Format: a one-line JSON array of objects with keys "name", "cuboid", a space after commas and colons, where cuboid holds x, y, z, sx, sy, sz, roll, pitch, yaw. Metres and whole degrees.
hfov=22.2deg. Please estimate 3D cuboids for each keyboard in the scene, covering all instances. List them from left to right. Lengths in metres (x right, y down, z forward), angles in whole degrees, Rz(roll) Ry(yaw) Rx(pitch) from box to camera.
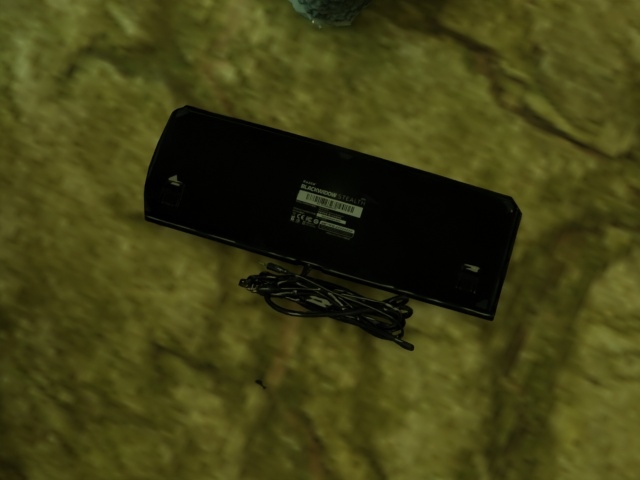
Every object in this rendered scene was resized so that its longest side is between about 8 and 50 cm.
[{"name": "keyboard", "cuboid": [0.000, 0.000, 0.837, 0.192, 0.038, 0.100, 16, 62, 6]}]

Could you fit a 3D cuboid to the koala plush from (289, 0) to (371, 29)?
[{"name": "koala plush", "cuboid": [0.043, -0.212, 0.778, 0.203, 0.196, 0.221, 26, 82, -4]}]
